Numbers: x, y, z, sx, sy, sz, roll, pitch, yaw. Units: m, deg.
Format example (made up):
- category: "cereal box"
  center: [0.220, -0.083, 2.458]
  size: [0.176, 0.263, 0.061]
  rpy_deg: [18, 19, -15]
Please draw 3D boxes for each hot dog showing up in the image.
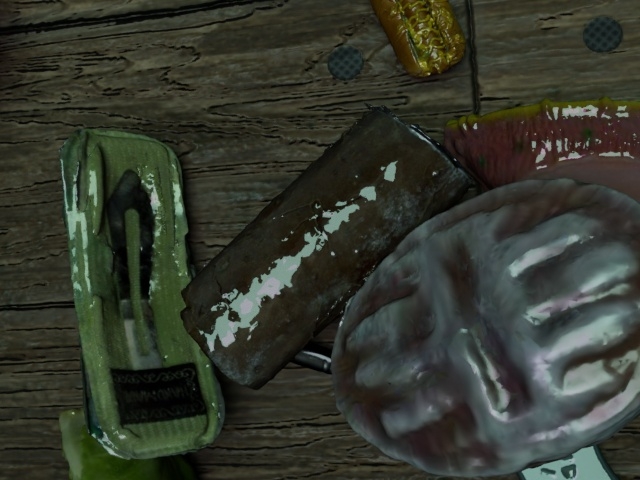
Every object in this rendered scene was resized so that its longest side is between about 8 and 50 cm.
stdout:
- category: "hot dog"
  center: [0.088, -0.234, 0.773]
  size: [0.071, 0.045, 0.165]
  rpy_deg: [-23, 81, 7]

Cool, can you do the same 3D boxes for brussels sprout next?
- category: "brussels sprout"
  center: [-0.177, 0.232, 0.746]
  size: [0.101, 0.139, 0.181]
  rpy_deg: [-25, 78, 1]

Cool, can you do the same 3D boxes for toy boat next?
- category: "toy boat"
  center: [0.265, -0.064, 0.705]
  size: [0.318, 0.099, 0.141]
  rpy_deg: [9, 129, 11]

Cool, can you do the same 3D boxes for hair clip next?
- category: "hair clip"
  center: [-0.185, 0.051, 0.765]
  size: [0.091, 0.138, 0.321]
  rpy_deg: [-30, 65, 47]

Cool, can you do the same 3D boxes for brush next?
- category: "brush"
  center: [0.031, 0.122, 0.763]
  size: [0.299, 0.039, 0.042]
  rpy_deg: [16, 88, 11]

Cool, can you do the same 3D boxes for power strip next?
- category: "power strip"
  center: [0.235, 0.167, 0.717]
  size: [0.137, 0.044, 0.215]
  rpy_deg: [-18, 83, 10]

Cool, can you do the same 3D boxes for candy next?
- category: "candy"
  center: [0.154, 0.075, 0.647]
  size: [0.290, 0.157, 0.214]
  rpy_deg: [-28, 65, 21]

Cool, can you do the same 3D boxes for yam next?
- category: "yam"
  center: [0.000, 0.000, 0.719]
  size: [0.280, 0.131, 0.131]
  rpy_deg: [-43, 79, -4]
